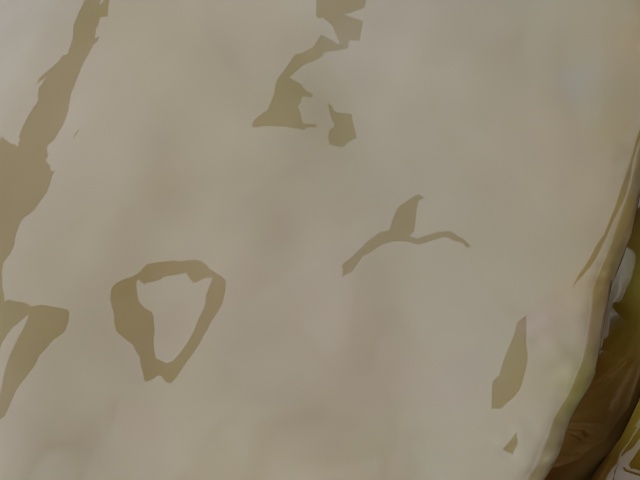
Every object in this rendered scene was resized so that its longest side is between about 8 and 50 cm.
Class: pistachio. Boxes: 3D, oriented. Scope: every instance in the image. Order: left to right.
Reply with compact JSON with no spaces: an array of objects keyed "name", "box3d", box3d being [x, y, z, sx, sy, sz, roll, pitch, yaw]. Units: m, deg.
[{"name":"pistachio","box3d":[0.000,0.000,0.436,0.238,0.229,0.321,43,104,34]}]
